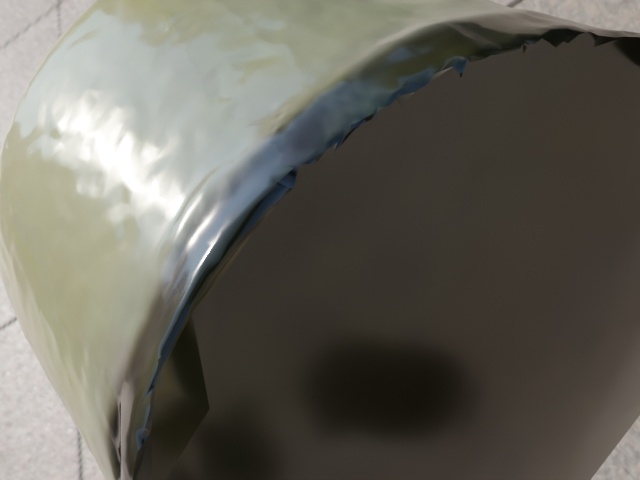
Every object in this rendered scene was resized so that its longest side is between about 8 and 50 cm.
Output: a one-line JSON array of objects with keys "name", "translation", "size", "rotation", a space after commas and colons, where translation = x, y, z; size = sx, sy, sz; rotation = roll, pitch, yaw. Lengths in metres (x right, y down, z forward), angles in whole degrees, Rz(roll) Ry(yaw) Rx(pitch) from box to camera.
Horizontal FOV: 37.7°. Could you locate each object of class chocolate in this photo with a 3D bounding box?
[{"name": "chocolate", "translation": [0.000, 0.000, 0.507], "size": [0.314, 0.326, 0.297], "rotation": [-53, 41, 5]}]
